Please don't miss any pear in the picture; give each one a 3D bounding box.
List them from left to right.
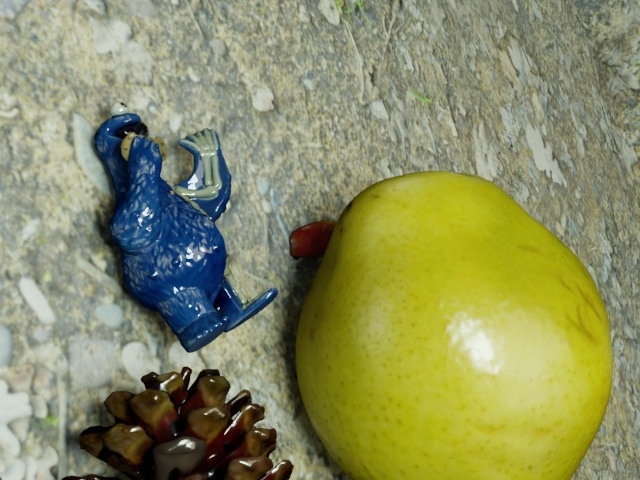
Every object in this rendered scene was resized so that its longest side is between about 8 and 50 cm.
[{"bbox_3d":[0.153,0.125,0.955,0.362,0.362,0.419,-18,93,-51],"label":"pear"}]

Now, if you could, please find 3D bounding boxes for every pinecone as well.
[{"bbox_3d":[-0.120,0.242,0.692,0.246,0.246,0.292,25,44,-44],"label":"pinecone"}]

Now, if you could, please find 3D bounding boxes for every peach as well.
[{"bbox_3d":[0.000,0.000,1.056,0.083,0.077,0.050,-9,90,-8],"label":"peach"}]

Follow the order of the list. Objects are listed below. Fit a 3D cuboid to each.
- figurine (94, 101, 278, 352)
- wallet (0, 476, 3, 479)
[{"bbox_3d":[-0.156,-0.012,0.827,0.164,0.120,0.262,5,58,-57],"label":"figurine"},{"bbox_3d":[-0.378,0.202,0.528,0.318,0.045,0.173,-41,105,-43],"label":"wallet"}]
